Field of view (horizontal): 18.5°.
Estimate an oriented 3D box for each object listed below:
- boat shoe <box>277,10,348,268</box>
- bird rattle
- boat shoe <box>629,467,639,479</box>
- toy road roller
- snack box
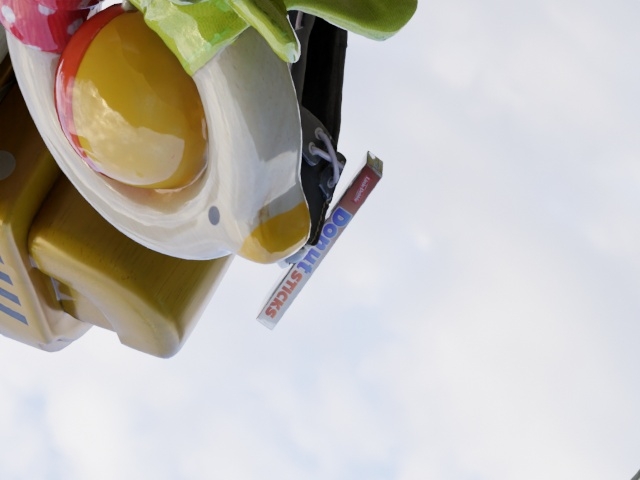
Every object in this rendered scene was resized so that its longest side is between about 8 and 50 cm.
[{"bbox_3d":[-0.016,-0.124,1.788,0.112,0.095,0.335,60,-161,-46],"label":"boat shoe"},{"bbox_3d":[-0.087,-0.087,0.809,0.253,0.207,0.143,10,-149,37],"label":"bird rattle"},{"bbox_3d":[0.268,0.258,1.570,0.156,0.136,0.367,53,155,-20],"label":"boat shoe"},{"bbox_3d":[-0.177,-0.058,1.251,0.240,0.329,0.202,18,-120,16],"label":"toy road roller"},{"bbox_3d":[0.000,0.000,1.797,0.022,0.178,0.064,34,-168,-5],"label":"snack box"}]
